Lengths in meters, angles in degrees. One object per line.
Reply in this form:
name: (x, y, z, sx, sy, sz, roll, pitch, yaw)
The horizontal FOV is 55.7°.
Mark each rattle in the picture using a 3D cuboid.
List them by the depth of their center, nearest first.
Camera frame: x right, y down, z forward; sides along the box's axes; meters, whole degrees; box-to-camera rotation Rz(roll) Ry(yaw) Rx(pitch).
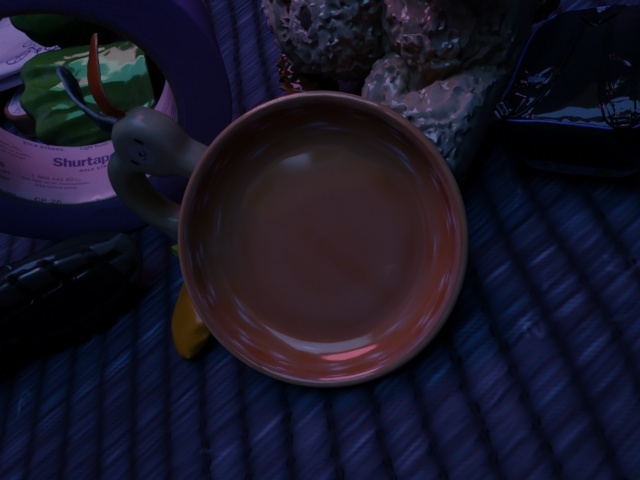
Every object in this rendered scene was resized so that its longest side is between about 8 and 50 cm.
rattle: (-0.140, -0.027, 0.453, 0.130, 0.199, 0.142, 18, 66, 33)

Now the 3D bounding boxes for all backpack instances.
backpack: (0.190, -0.105, 0.435, 0.105, 0.084, 0.114, 11, 66, 31)

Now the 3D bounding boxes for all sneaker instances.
sneaker: (-0.281, 0.053, 0.527, 0.267, 0.101, 0.106, -29, 47, 2)

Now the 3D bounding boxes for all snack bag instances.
snack bag: (-0.348, -0.329, 0.851, 0.323, 0.037, 0.342, -15, 44, 14)

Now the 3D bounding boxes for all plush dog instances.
plush dog: (0.051, -0.191, 0.487, 0.225, 0.262, 0.211, 22, 41, 28)

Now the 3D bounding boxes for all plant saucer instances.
plant saucer: (0.000, 0.000, 0.420, 0.200, 0.037, 0.199, 1, 94, 12)

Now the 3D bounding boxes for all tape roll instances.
tape roll: (-0.218, -0.125, 0.511, 0.275, 0.274, 0.090, -26, 49, 6)

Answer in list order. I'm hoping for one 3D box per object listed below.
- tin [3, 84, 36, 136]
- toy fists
tin: (-0.312, -0.187, 0.758, 0.190, 0.040, 0.106, -9, 57, 19)
toy fists: (-0.255, -0.215, 0.658, 0.142, 0.096, 0.279, -13, 84, 0)
